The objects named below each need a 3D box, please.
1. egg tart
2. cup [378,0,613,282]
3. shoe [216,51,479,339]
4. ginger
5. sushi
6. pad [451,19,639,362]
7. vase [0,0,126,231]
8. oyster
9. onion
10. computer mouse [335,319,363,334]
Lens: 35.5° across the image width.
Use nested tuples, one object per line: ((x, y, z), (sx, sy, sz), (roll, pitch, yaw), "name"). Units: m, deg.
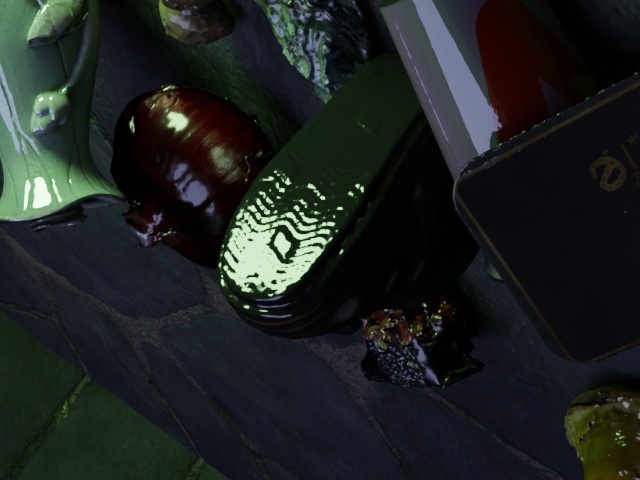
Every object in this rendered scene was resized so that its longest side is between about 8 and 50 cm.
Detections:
((0.440, 0.315, 1.308), (0.295, 0.116, 0.294), (33, 154, 19), "egg tart")
((0.183, -0.129, 0.954), (0.203, 0.203, 0.288), (-8, 117, 57), "cup")
((0.051, -0.008, 1.070), (0.171, 0.384, 0.237), (10, 139, 32), "shoe")
((-0.159, -0.325, 1.230), (0.104, 0.080, 0.204), (19, 149, 14), "ginger")
((0.130, 0.116, 1.410), (0.172, 0.153, 0.150), (-155, 44, -75), "sushi")
((0.295, -0.052, 0.809), (0.375, 0.063, 0.315), (-29, 110, 24), "pad")
((-0.394, -0.236, 1.349), (0.250, 0.250, 0.445), (-6, 95, 56), "vase")
((-0.023, -0.265, 1.146), (0.199, 0.087, 0.252), (30, 142, 34), "oyster")
((-0.178, -0.079, 1.436), (0.314, 0.232, 0.314), (33, 151, 22), "onion")
((0.019, 0.097, 1.616), (0.106, 0.062, 0.192), (29, 151, 25), "computer mouse")
